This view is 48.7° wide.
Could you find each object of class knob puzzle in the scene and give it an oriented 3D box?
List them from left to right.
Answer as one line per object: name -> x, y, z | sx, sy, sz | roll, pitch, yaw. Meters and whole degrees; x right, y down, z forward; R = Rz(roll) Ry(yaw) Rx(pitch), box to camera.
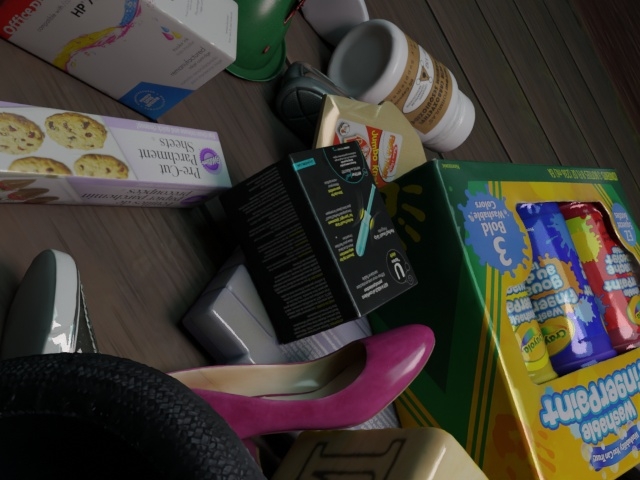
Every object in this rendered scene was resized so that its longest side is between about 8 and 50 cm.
knob puzzle -> 0.061, -0.081, 0.896 | 0.213, 0.030, 0.213 | -8, 104, -33

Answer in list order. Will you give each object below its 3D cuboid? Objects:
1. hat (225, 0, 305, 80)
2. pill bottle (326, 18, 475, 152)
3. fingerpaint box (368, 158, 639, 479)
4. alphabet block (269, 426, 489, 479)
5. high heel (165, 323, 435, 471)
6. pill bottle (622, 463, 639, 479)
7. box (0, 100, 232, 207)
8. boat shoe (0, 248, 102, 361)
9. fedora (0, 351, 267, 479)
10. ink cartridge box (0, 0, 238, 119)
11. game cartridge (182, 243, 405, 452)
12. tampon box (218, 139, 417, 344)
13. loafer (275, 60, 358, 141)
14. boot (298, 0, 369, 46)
hat -> -0.043, -0.319, 0.854 | 0.173, 0.183, 0.208 | 42, 42, -27
pill bottle -> 0.128, -0.217, 1.049 | 0.229, 0.131, 0.131 | 22, 54, -45
fingerpaint box -> 0.276, 0.100, 0.886 | 0.444, 0.163, 0.371 | -3, 72, -44
alphabet block -> 0.043, 0.289, 0.573 | 0.192, 0.193, 0.197 | 52, 51, -19
high heel -> -0.021, 0.112, 0.619 | 0.117, 0.244, 0.082 | 62, 0, -19
pill bottle -> 0.561, 0.307, 1.215 | 0.363, 0.210, 0.210 | 37, 44, -33
box -> -0.217, -0.069, 0.597 | 0.324, 0.063, 0.067 | 0, 71, -51
boat shoe -> -0.189, 0.117, 0.520 | 0.070, 0.077, 0.219 | 15, 67, -45
fedora -> -0.157, 0.228, 0.365 | 0.152, 0.334, 0.334 | 70, 17, -58
ink cartridge box -> -0.204, -0.216, 0.639 | 0.231, 0.134, 0.078 | 26, 52, -40
game cartridge -> 0.021, 0.142, 0.775 | 0.355, 0.068, 0.230 | 52, 42, -17
tampon box -> 0.000, 0.000, 0.699 | 0.120, 0.101, 0.161 | -20, 87, -53
loafer -> 0.055, -0.145, 0.956 | 0.267, 0.096, 0.084 | 36, 37, -29
boot -> -0.002, -0.412, 1.036 | 0.258, 0.095, 0.123 | 53, 37, -20
